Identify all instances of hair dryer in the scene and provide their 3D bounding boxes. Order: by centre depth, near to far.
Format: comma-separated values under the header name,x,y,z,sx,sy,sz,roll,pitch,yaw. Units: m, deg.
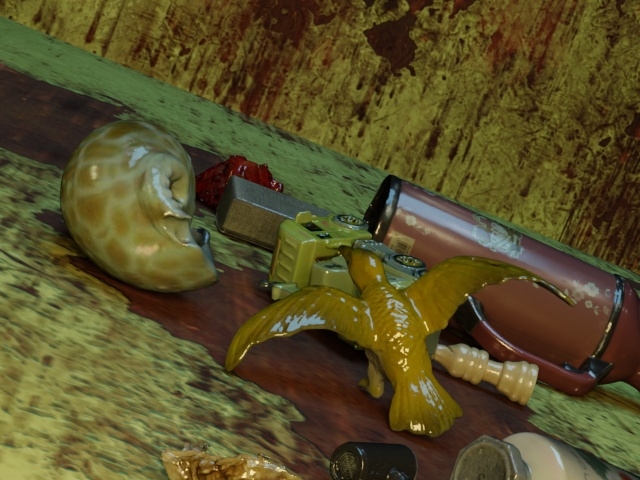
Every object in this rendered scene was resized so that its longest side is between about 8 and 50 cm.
name,x,y,z,sx,sy,sz,roll,pitch,yaw
hair dryer,0.045,0.132,0.703,0.047,0.026,0.083,10,22,-48

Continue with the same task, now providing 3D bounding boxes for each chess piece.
name,x,y,z,sx,sy,sz,roll,pitch,yaw
chess piece,0.123,0.100,1.093,0.092,0.035,0.035,19,8,2

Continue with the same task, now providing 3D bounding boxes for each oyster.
name,x,y,z,sx,sy,sz,roll,pitch,yaw
oyster,-0.027,0.111,0.601,0.093,0.034,0.051,14,-12,23

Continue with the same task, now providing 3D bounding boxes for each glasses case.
name,x,y,z,sx,sy,sz,roll,pitch,yaw
glasses case,0.000,0.000,1.350,0.205,0.047,0.071,21,17,-15

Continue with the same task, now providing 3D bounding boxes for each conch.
name,x,y,z,sx,sy,sz,roll,pitch,yaw
conch,-0.131,-0.022,0.961,0.116,0.106,0.173,47,6,-49

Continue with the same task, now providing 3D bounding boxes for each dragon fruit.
name,x,y,z,sx,sy,sz,roll,pitch,yaw
dragon fruit,-0.073,-0.058,1.468,0.131,0.063,0.097,14,12,-47

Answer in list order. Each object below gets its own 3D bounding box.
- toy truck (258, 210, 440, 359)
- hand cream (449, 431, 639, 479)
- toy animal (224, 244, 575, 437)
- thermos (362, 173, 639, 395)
name,x,y,z,sx,sy,sz,roll,pitch,yaw
toy truck,0.020,0.037,1.075,0.100,0.077,0.169,-1,24,-36
hand cream,0.180,0.159,0.783,0.276,0.059,0.095,22,9,-39
toy animal,0.035,0.060,0.907,0.219,0.095,0.155,-12,19,-14
thermos,0.192,0.057,1.268,0.330,0.110,0.136,24,8,-6
